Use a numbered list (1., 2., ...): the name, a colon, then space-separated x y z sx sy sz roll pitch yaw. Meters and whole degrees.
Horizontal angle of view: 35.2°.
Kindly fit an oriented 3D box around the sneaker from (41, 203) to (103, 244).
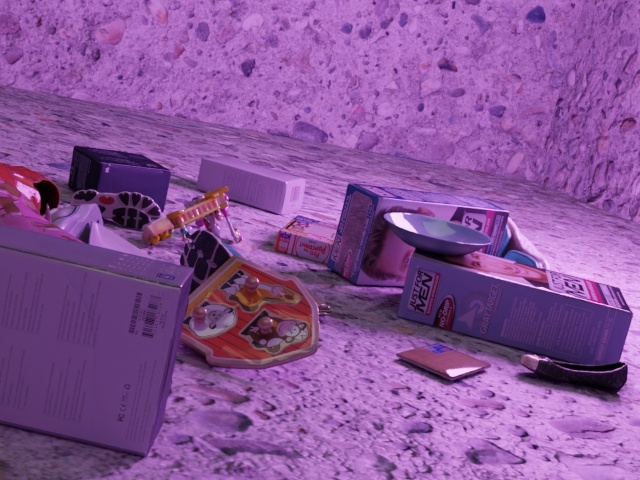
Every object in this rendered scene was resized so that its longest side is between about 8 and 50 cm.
1. sneaker: -0.400 0.006 1.534 0.091 0.094 0.258 -11 11 3

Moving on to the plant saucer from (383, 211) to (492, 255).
1. plant saucer: 0.202 -0.006 1.767 0.194 0.038 0.195 11 13 -2

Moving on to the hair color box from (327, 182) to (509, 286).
1. hair color box: 0.195 -0.003 1.959 0.347 0.174 0.105 4 17 -37

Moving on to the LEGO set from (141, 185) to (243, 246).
1. LEGO set: -0.217 -0.023 1.882 0.132 0.107 0.287 -20 8 17

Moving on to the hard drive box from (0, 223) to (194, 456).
1. hard drive box: -0.261 0.095 1.009 0.232 0.181 0.089 14 12 -1

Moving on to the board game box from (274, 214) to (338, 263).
1. board game box: 0.000 0.000 2.042 0.146 0.045 0.193 15 12 8

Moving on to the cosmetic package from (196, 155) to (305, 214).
1. cosmetic package: -0.165 -0.133 2.391 0.231 0.086 0.117 16 12 21

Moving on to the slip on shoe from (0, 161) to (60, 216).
1. slip on shoe: -0.511 -0.065 1.645 0.101 0.123 0.331 17 7 1

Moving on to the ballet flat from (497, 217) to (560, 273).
1. ballet flat: 0.413 0.055 2.102 0.139 0.139 0.400 10 17 -13

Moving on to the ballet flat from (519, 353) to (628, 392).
1. ballet flat: 0.390 0.195 1.556 0.173 0.049 0.057 11 11 -8

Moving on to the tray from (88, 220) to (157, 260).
1. tray: -0.282 0.050 1.468 0.145 0.030 0.270 35 6 -17

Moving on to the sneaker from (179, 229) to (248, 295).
1. sneaker: -0.114 0.076 1.497 0.275 0.107 0.110 35 12 38

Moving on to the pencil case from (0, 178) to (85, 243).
1. pencil case: -0.347 0.041 1.233 0.386 0.167 0.160 26 -22 46

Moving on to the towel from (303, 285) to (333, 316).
1. towel: -0.059 0.092 1.605 0.110 0.027 0.148 4 16 -34

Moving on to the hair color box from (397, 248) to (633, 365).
1. hair color box: 0.333 0.106 1.753 0.374 0.114 0.185 14 12 7

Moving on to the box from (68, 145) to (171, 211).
1. box: -0.413 -0.126 2.063 0.155 0.093 0.158 5 14 -35

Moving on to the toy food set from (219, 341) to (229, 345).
1. toy food set: -0.114 0.140 1.341 0.083 0.020 0.082 23 15 41

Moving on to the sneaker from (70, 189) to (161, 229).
1. sneaker: -0.381 -0.066 1.895 0.169 0.068 0.071 13 6 0

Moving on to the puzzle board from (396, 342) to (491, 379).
1. puzzle board: 0.184 0.181 1.499 0.096 0.011 0.128 20 13 33

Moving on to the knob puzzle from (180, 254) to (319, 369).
1. knob puzzle: -0.086 0.097 1.327 0.213 0.030 0.213 2 40 -2
